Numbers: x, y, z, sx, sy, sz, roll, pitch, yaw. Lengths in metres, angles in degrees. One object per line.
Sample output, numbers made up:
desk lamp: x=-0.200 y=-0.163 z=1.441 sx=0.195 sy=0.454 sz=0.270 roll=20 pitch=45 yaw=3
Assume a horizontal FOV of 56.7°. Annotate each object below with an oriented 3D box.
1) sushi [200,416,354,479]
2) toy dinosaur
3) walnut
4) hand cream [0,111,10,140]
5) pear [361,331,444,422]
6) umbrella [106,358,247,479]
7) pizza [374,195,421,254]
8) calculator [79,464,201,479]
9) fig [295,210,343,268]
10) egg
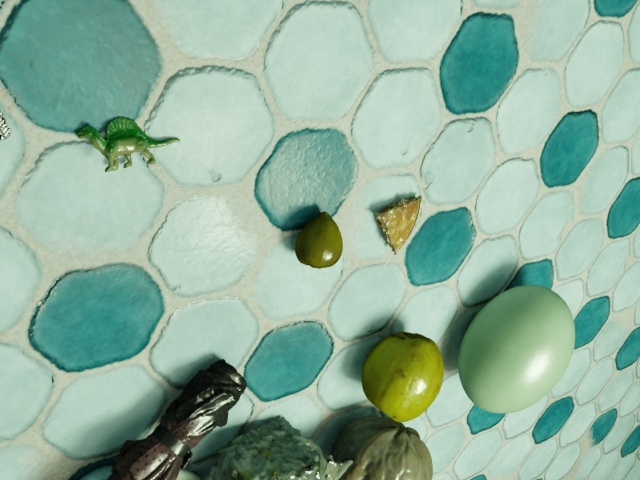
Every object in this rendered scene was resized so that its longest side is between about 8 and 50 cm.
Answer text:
sushi: x=-0.086 y=0.418 z=1.018 sx=0.274 sy=0.139 sz=0.184 roll=-14 pitch=127 yaw=-45
toy dinosaur: x=-0.222 y=-0.118 z=0.705 sx=0.119 sy=0.029 sz=0.060 roll=-18 pitch=108 yaw=-29
walnut: x=0.109 y=0.454 z=1.139 sx=0.224 sy=0.224 sz=0.224 roll=-17 pitch=124 yaw=-27
hand cream: x=-0.444 y=-0.105 z=0.542 sx=0.270 sy=0.061 sz=0.120 roll=-29 pitch=124 yaw=-28
pear: x=0.150 y=0.245 z=1.090 sx=0.148 sy=0.149 sz=0.162 roll=22 pitch=94 yaw=-41
umbrella: x=-0.232 y=0.315 z=0.871 sx=0.094 sy=0.090 sz=0.326 roll=48 pitch=69 yaw=-18
pizza: x=0.135 y=-0.040 z=1.002 sx=0.099 sy=0.029 sz=0.100 roll=-46 pitch=135 yaw=-15
calculator: x=-0.316 y=0.434 z=0.940 sx=0.302 sy=0.042 sz=0.188 roll=22 pitch=102 yaw=-41
fig: x=0.000 y=0.000 z=0.898 sx=0.074 sy=0.074 sz=0.088 roll=21 pitch=76 yaw=-41
egg: x=0.398 y=0.222 z=1.214 sx=0.203 sy=0.203 sz=0.283 roll=22 pitch=100 yaw=-41
